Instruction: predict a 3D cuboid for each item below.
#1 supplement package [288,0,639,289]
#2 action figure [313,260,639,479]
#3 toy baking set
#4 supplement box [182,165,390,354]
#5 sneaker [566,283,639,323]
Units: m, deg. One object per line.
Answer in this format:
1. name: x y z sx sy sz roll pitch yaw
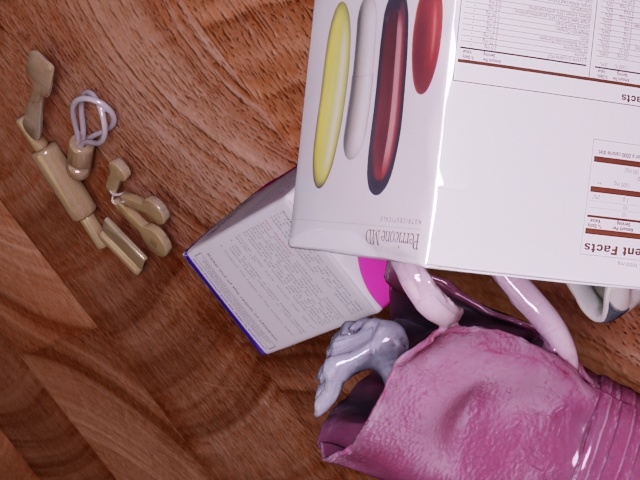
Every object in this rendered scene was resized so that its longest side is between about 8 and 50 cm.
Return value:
1. supplement package: 0.091 -0.084 0.875 0.194 0.149 0.203 -175 91 -69
2. action figure: 0.182 0.125 1.126 0.370 0.248 0.276 22 123 1
3. toy baking set: -0.224 -0.076 1.660 0.197 0.030 0.256 -6 121 56
4. supplement box: 0.000 0.000 1.311 0.114 0.111 0.220 52 154 -5
5. sneaker: 0.137 -0.065 1.030 0.258 0.091 0.094 54 154 -9
